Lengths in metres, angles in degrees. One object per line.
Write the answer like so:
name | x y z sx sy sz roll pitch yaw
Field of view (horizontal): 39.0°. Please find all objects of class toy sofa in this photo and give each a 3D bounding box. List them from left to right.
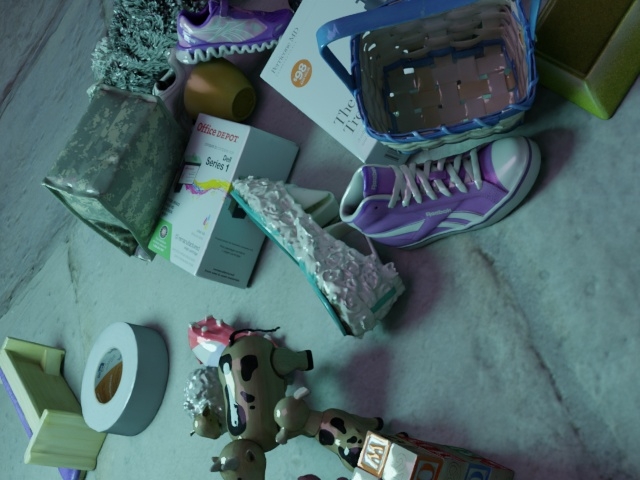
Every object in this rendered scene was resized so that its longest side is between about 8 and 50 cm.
toy sofa | -0.601 0.369 1.942 0.362 0.150 0.177 35 101 51

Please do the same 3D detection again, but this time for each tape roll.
tape roll | -0.390 0.273 1.786 0.219 0.072 0.219 -25 56 43

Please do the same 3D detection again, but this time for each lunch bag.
lunch bag | -0.352 -0.117 1.712 0.169 0.287 0.235 16 69 25

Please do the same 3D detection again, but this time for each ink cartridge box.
ink cartridge box | -0.179 -0.077 1.638 0.201 0.117 0.278 23 92 53

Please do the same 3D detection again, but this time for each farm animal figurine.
farm animal figurine | -0.066 0.267 1.259 0.330 0.172 0.326 -38 58 29

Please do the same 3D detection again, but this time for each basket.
basket | 0.143 -0.225 1.120 0.255 0.289 0.201 -11 78 10

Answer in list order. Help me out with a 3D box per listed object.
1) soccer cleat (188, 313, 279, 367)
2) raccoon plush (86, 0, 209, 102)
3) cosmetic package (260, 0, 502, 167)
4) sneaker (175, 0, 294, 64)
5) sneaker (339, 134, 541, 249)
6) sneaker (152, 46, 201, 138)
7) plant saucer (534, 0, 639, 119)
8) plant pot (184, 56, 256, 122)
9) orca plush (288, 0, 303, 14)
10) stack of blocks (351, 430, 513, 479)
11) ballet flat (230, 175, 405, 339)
soccer cleat | -0.137 0.199 1.517 0.248 0.083 0.095 19 127 45
raccoon plush | -0.354 -0.395 1.938 0.446 0.216 0.299 34 110 51
cosmetic package | 0.103 -0.336 1.375 0.284 0.097 0.377 44 110 38
sneaker | -0.166 -0.407 1.692 0.095 0.237 0.104 -104 2 -57
sneaker | 0.145 -0.070 1.204 0.282 0.161 0.102 -31 51 38
sneaker | -0.294 -0.266 1.839 0.110 0.118 0.292 56 134 46
plant saucer | 0.340 -0.274 1.142 0.188 0.045 0.188 -59 39 14
plant pot | -0.180 -0.277 1.734 0.095 0.134 0.134 27 97 32
orca plush | -0.034 -0.531 1.668 0.151 0.102 0.287 -8 68 49
stack of blocks | 0.099 0.387 1.053 0.087 0.171 0.297 14 86 53
ballet flat | 0.000 0.000 1.404 0.147 0.147 0.409 -59 42 15
